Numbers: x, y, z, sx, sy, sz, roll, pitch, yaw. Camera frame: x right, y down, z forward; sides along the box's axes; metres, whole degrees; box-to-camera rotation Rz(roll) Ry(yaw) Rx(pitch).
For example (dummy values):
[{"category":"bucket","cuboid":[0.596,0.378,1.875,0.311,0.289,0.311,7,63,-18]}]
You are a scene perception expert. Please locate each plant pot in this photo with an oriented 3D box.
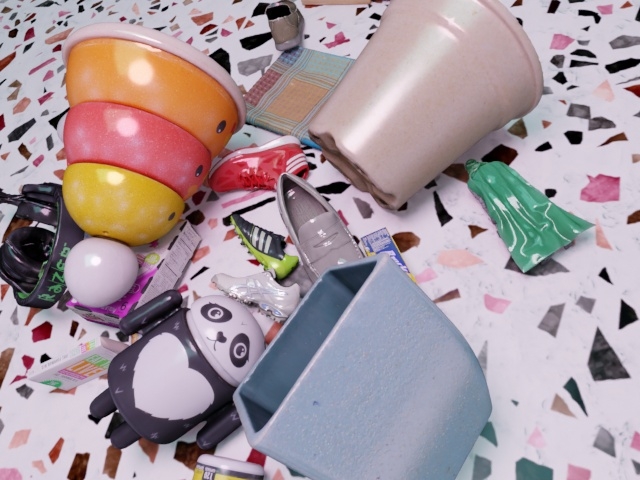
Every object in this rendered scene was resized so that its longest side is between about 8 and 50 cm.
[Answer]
[{"category":"plant pot","cuboid":[0.066,0.199,0.585,0.252,0.247,0.247,40,74,-8]},{"category":"plant pot","cuboid":[0.156,-0.234,0.795,0.305,0.334,0.334,-48,59,0]}]

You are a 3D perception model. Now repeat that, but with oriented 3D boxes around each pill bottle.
[{"category":"pill bottle","cuboid":[-0.148,0.410,0.619,0.103,0.103,0.184,2,62,18]}]

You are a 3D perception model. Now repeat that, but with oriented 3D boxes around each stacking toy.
[{"category":"stacking toy","cuboid":[-0.356,-0.110,0.828,0.351,0.350,0.478,6,75,19]}]

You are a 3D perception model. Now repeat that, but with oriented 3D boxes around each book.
[{"category":"book","cuboid":[-0.442,0.228,0.813,0.144,0.096,0.035,-25,58,2]}]

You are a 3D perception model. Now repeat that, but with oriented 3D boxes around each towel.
[{"category":"towel","cuboid":[-0.007,-0.346,1.046,0.371,0.040,0.271,26,71,28]}]

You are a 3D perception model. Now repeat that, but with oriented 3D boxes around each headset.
[{"category":"headset","cuboid":[-0.614,-0.023,0.923,0.394,0.185,0.243,36,102,45]}]

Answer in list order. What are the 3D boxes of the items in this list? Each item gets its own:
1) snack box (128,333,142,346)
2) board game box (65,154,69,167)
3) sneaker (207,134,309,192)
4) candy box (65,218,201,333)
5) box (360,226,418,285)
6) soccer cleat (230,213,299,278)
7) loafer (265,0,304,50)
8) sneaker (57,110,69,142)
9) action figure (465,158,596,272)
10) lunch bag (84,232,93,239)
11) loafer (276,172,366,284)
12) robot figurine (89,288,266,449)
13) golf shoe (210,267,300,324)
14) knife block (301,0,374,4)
[{"category":"snack box","cuboid":[-0.337,0.187,0.849,0.064,0.022,0.178,-17,58,4]},{"category":"board game box","cuboid":[-0.517,-0.175,1.050,0.194,0.045,0.146,3,100,19]},{"category":"sneaker","cuboid":[-0.129,-0.136,0.935,0.221,0.087,0.128,-27,56,2]},{"category":"candy box","cuboid":[-0.368,0.059,0.883,0.160,0.071,0.233,6,55,22]},{"category":"box","cuboid":[0.129,0.063,0.760,0.054,0.059,0.168,-24,57,3]},{"category":"soccer cleat","cuboid":[-0.113,0.003,0.873,0.072,0.060,0.179,-36,64,-17]},{"category":"loafer","cuboid":[-0.096,-0.599,1.172,0.095,0.087,0.251,-16,45,7]},{"category":"sneaker","cuboid":[-0.548,-0.271,1.122,0.293,0.108,0.169,-16,55,6]},{"category":"action figure","cuboid":[0.335,-0.066,0.771,0.137,0.063,0.232,-32,61,-1]},{"category":"lunch bag","cuboid":[-0.521,-0.049,1.021,0.071,0.053,0.083,-24,66,4]},{"category":"loafer","cuboid":[0.000,0.000,0.803,0.112,0.111,0.319,-34,58,-4]},{"category":"robot figurine","cuboid":[-0.222,0.210,0.711,0.278,0.209,0.173,-35,36,-4]},{"category":"golf shoe","cuboid":[-0.115,0.085,0.809,0.176,0.069,0.085,22,83,16]},{"category":"knife block","cuboid":[0.098,-0.697,1.184,0.276,0.088,0.242,-28,57,-1]}]
